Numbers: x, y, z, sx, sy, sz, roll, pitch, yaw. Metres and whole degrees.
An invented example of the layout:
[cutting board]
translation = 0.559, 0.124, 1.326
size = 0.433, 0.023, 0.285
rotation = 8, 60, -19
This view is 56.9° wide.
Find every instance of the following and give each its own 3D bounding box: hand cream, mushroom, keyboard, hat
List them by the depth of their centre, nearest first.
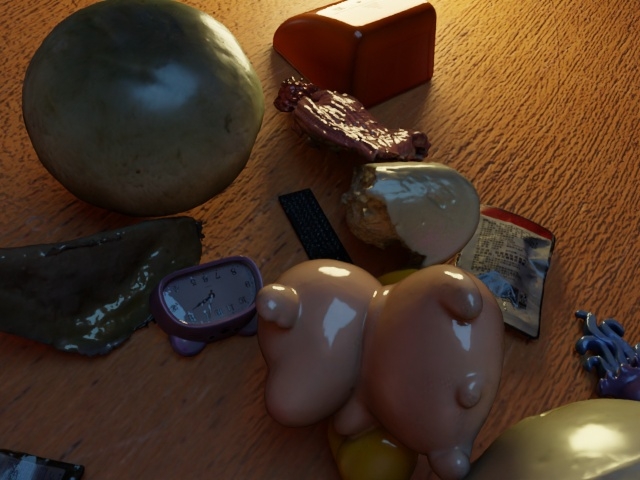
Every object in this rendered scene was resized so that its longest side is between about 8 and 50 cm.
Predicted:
[hand cream]
translation = -0.354, 0.263, 0.659
size = 0.163, 0.039, 0.062
rotation = 18, 51, -6
[mushroom]
translation = -0.255, -0.196, 0.872
size = 0.353, 0.260, 0.352
rotation = 3, 60, -5
[keyboard]
translation = 0.000, 0.000, 0.934
size = 0.061, 0.013, 0.204
rotation = -17, 60, -22
[hat]
translation = 0.036, -0.195, 1.016
size = 0.286, 0.107, 0.237
rotation = 31, 19, 20

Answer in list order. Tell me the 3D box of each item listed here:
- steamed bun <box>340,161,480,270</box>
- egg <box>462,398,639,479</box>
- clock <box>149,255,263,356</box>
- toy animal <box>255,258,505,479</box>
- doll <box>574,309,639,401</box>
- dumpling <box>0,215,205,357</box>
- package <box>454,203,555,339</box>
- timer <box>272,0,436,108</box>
[steamed bun]
translation = 0.123, -0.032, 0.863
size = 0.200, 0.225, 0.170
rotation = 5, 96, 5
[egg]
translation = 0.277, 0.300, 0.490
size = 0.283, 0.283, 0.345
rotation = -15, 61, -21
[clock]
translation = -0.145, 0.086, 0.798
size = 0.153, 0.050, 0.110
rotation = -16, 73, -28
[toy animal]
translation = 0.027, 0.141, 0.664
size = 0.247, 0.345, 0.277
rotation = 20, 86, -11
[doll]
translation = 0.441, 0.182, 0.869
size = 0.110, 0.067, 0.205
rotation = -14, 46, -5
[dumpling]
translation = -0.308, 0.062, 0.779
size = 0.332, 0.165, 0.086
rotation = -10, 12, -38
[package]
translation = 0.299, 0.039, 0.958
size = 0.154, 0.030, 0.239
rotation = 23, 53, 6
[timer]
translation = 0.069, -0.407, 1.191
size = 0.258, 0.161, 0.250
rotation = -30, 51, -28
